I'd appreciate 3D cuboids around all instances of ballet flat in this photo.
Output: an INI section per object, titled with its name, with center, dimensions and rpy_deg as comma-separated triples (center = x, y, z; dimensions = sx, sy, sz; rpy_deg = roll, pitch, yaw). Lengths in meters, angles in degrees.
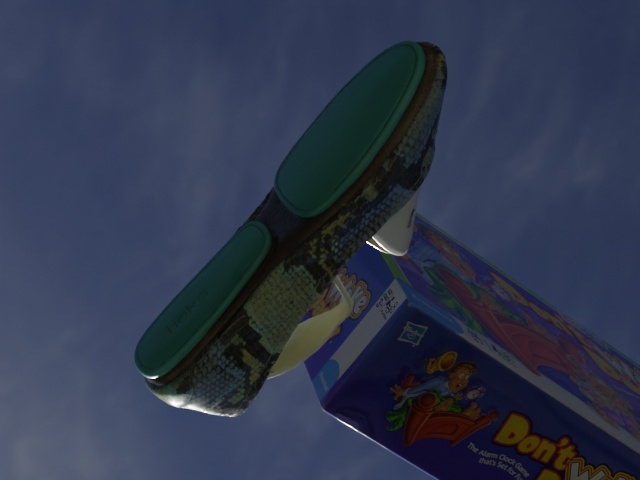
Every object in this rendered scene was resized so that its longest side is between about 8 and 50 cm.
[ballet flat]
center = 0.000, 0.000, 0.671
dimensions = 0.070, 0.070, 0.188
rpy_deg = 46, -78, 15

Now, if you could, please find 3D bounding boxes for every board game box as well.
[board game box]
center = 0.131, 0.100, 0.990
dimensions = 0.347, 0.233, 0.078
rpy_deg = 33, -77, -24
